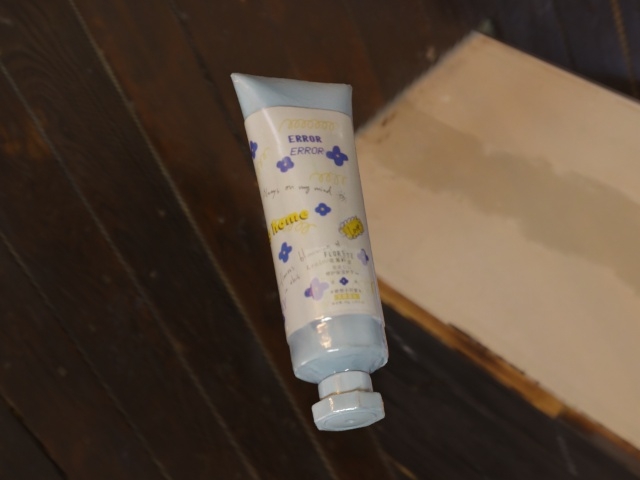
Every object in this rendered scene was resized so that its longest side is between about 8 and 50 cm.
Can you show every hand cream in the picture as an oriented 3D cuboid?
[{"bbox_3d":[0.000,0.000,0.635,0.065,0.171,0.043,4,155,-29],"label":"hand cream"}]
